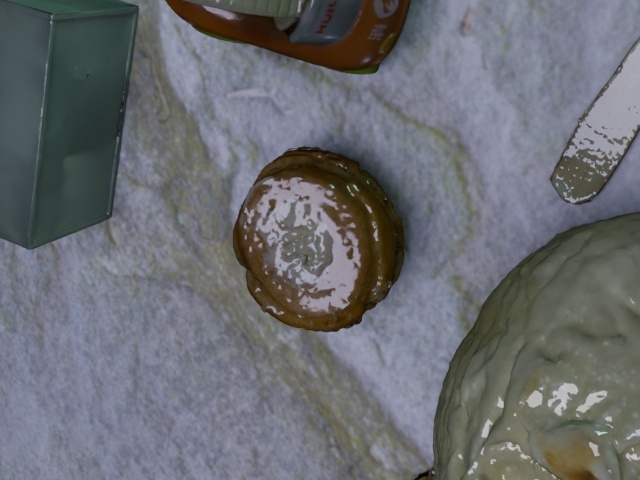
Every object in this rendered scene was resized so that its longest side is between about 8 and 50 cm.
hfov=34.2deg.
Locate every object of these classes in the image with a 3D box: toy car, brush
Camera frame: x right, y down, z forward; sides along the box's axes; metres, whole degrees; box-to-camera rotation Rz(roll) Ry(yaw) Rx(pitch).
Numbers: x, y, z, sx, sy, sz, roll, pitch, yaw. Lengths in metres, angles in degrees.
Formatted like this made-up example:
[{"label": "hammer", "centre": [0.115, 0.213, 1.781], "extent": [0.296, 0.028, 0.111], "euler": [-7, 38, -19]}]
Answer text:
[{"label": "toy car", "centre": [-0.049, -0.212, 0.819], "extent": [0.235, 0.235, 0.145], "euler": [21, 113, 20]}, {"label": "brush", "centre": [0.270, -0.167, 0.784], "extent": [0.085, 0.020, 0.336], "euler": [35, 118, 13]}]

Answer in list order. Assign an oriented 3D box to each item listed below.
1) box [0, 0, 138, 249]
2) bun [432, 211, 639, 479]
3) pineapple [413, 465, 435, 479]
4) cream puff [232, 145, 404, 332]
[{"label": "box", "centre": [-0.260, -0.121, 1.001], "extent": [0.086, 0.129, 0.225], "euler": [19, 112, 20]}, {"label": "bun", "centre": [0.218, 0.154, 0.743], "extent": [0.349, 0.227, 0.352], "euler": [23, 101, 43]}, {"label": "pineapple", "centre": [0.116, 0.300, 0.928], "extent": [0.161, 0.137, 0.176], "euler": [46, 118, 8]}, {"label": "cream puff", "centre": [0.000, 0.000, 0.914], "extent": [0.150, 0.115, 0.165], "euler": [3, 96, 19]}]
